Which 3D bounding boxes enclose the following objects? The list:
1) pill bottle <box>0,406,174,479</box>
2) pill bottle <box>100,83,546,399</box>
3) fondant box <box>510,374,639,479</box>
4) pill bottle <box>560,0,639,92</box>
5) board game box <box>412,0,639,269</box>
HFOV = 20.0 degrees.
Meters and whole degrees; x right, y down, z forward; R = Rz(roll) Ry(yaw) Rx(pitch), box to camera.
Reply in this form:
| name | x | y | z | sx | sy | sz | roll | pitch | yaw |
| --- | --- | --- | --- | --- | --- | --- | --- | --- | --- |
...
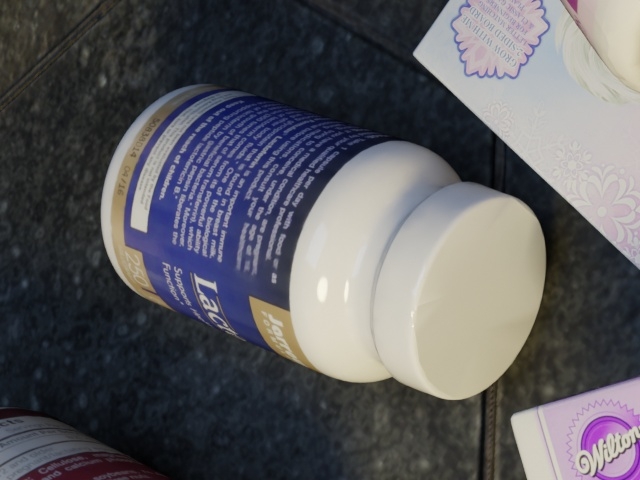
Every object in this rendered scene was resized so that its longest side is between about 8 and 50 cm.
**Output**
| name | x | y | z | sx | sy | sz | roll | pitch | yaw |
| --- | --- | --- | --- | --- | --- | --- | --- | --- | --- |
| pill bottle | -0.178 | 0.241 | 1.185 | 0.392 | 0.224 | 0.224 | 19 | 94 | 41 |
| pill bottle | 0.000 | 0.000 | 1.128 | 0.265 | 0.153 | 0.153 | 19 | 94 | 41 |
| fondant box | 0.254 | 0.207 | 0.873 | 0.238 | 0.096 | 0.330 | -22 | 79 | 35 |
| pill bottle | 0.154 | -0.232 | 0.946 | 0.169 | 0.169 | 0.301 | -44 | 56 | 25 |
| board game box | 0.246 | -0.137 | 1.005 | 0.318 | 0.066 | 0.318 | 47 | 111 | 35 |
